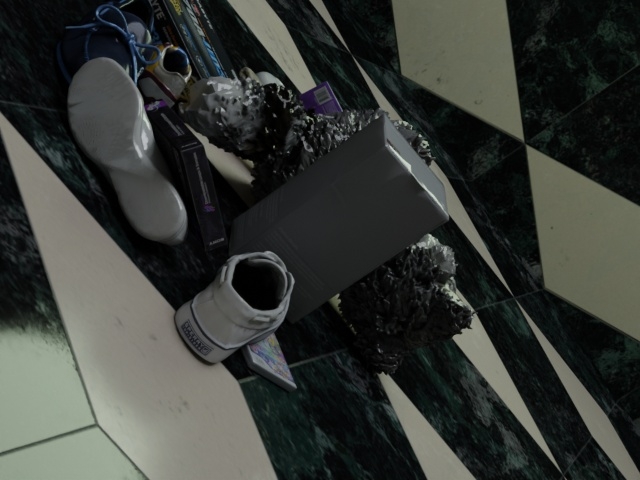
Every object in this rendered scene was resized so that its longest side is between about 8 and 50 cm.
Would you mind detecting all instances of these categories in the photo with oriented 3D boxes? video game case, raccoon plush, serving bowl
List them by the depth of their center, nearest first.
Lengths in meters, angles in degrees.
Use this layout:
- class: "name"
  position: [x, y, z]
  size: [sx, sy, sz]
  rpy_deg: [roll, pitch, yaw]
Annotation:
- class: "video game case"
  position: [-0.071, 0.102, 1.586]
  size: [0.087, 0.011, 0.122]
  rpy_deg: [38, 22, -50]
- class: "raccoon plush"
  position: [0.000, 0.000, 1.842]
  size: [0.446, 0.216, 0.299]
  rpy_deg: [9, 55, -41]
- class: "serving bowl"
  position: [-0.073, -0.240, 2.353]
  size: [0.083, 0.027, 0.083]
  rpy_deg: [51, 15, -19]

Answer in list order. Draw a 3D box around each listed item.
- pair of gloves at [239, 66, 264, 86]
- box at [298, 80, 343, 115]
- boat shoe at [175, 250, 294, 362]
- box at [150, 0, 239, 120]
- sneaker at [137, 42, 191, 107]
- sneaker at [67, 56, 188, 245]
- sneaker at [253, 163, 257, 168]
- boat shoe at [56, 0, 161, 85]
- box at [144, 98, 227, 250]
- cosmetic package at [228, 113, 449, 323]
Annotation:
- class: "pair of gloves"
  position: [-0.040, -0.125, 2.159]
  size: [0.204, 0.042, 0.240]
  rpy_deg: [36, 25, -54]
- class: "box"
  position: [0.065, -0.086, 2.305]
  size: [0.201, 0.057, 0.293]
  rpy_deg: [58, 6, -51]
- class: "boat shoe"
  position: [-0.066, 0.055, 1.518]
  size: [0.095, 0.084, 0.258]
  rpy_deg: [48, 19, -4]
- class: "box"
  position: [-0.178, -0.257, 1.944]
  size: [0.220, 0.051, 0.175]
  rpy_deg: [64, 14, 7]
- class: "sneaker"
  position: [-0.193, -0.207, 1.754]
  size: [0.069, 0.084, 0.185]
  rpy_deg: [46, 17, -32]
- class: "sneaker"
  position: [-0.196, -0.086, 1.513]
  size: [0.094, 0.080, 0.212]
  rpy_deg: [48, 17, -76]
- class: "sneaker"
  position: [-0.070, -0.127, 1.978]
  size: [0.051, 0.070, 0.134]
  rpy_deg: [25, -16, 41]
- class: "boat shoe"
  position: [-0.237, -0.228, 1.644]
  size: [0.109, 0.089, 0.258]
  rpy_deg: [47, 16, -27]
- class: "box"
  position: [-0.144, -0.071, 1.534]
  size: [0.162, 0.029, 0.116]
  rpy_deg: [-131, -155, -59]
- class: "cosmetic package"
  position: [0.021, -0.024, 1.711]
  size: [0.127, 0.238, 0.107]
  rpy_deg: [50, 15, -22]
